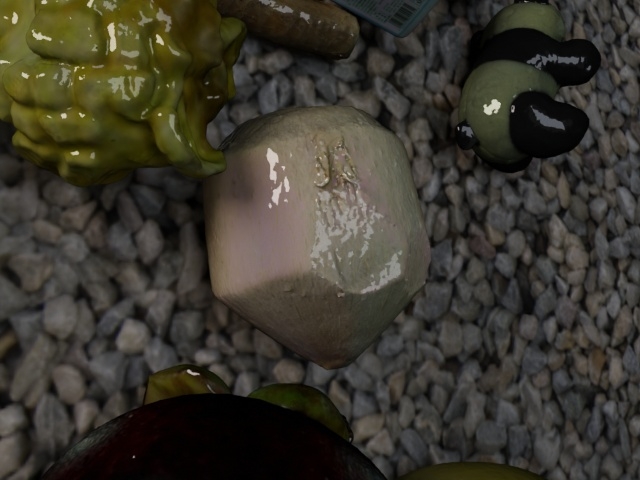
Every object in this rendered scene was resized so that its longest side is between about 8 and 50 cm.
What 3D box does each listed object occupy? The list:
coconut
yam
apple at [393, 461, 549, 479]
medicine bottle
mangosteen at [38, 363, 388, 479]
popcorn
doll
[{"bbox_3d":[0.000,0.000,0.694,0.224,0.224,0.233,-2,69,-30],"label":"coconut"},{"bbox_3d":[-0.095,-0.252,0.775,0.300,0.066,0.066,11,75,-26],"label":"yam"},{"bbox_3d":[0.174,0.361,0.708,0.258,0.233,0.295,-23,93,-28],"label":"apple"},{"bbox_3d":[0.042,-0.325,0.833,0.188,0.094,0.119,22,48,-23],"label":"medicine bottle"},{"bbox_3d":[-0.076,0.247,0.556,0.330,0.330,0.329,6,78,-29],"label":"mangosteen"},{"bbox_3d":[-0.160,-0.149,0.628,0.217,0.181,0.235,20,47,15],"label":"popcorn"},{"bbox_3d":[0.248,-0.193,0.914,0.135,0.143,0.234,27,69,-16],"label":"doll"}]
